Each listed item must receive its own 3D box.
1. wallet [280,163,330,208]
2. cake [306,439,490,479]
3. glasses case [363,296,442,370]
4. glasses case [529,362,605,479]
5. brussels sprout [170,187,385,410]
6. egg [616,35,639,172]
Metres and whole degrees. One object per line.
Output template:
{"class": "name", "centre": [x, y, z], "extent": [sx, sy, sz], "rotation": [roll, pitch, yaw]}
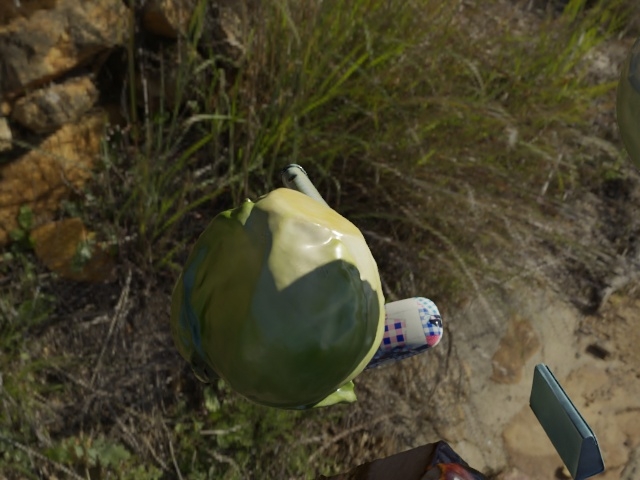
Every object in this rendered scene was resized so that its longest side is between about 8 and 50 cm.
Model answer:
{"class": "wallet", "centre": [0.000, 0.000, 1.575], "extent": [0.077, 0.223, 0.309], "rotation": [-22, 22, -3]}
{"class": "cake", "centre": [0.093, 0.332, 0.849], "extent": [0.199, 0.293, 0.196], "rotation": [48, 40, -9]}
{"class": "glasses case", "centre": [0.106, 0.216, 1.887], "extent": [0.327, 0.076, 0.125], "rotation": [-18, 50, 12]}
{"class": "glasses case", "centre": [0.486, 0.353, 1.701], "extent": [0.056, 0.105, 0.266], "rotation": [1, 22, -7]}
{"class": "brussels sprout", "centre": [-0.050, 0.079, 1.056], "extent": [0.259, 0.294, 0.227], "rotation": [36, 31, 24]}
{"class": "egg", "centre": [0.389, -0.123, 0.841], "extent": [0.183, 0.183, 0.217], "rotation": [-1, 46, -8]}
